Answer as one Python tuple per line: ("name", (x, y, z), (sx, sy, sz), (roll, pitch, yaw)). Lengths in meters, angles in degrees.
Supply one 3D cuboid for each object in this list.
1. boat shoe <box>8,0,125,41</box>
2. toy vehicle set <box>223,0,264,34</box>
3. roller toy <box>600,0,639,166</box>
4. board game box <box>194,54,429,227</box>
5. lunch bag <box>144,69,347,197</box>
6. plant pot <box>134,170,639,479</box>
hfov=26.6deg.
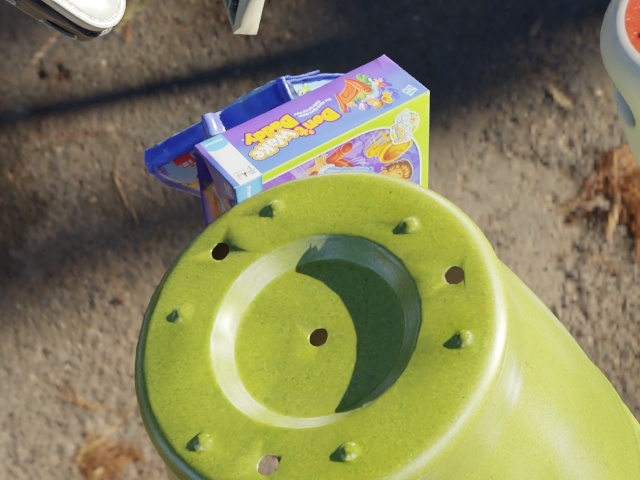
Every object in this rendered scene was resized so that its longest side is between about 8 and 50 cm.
("boat shoe", (-0.317, -0.289, 1.365), (0.079, 0.254, 0.095), (-23, 43, 51))
("toy vehicle set", (-0.098, -0.452, 1.934), (0.035, 0.267, 0.166), (1, 40, -18))
("roller toy", (0.311, -0.133, 0.996), (0.209, 0.146, 0.191), (28, 69, 41))
("board game box", (0.000, 0.000, 1.443), (0.233, 0.347, 0.078), (-28, 51, -22))
("lunch bag", (-0.070, -0.126, 1.733), (0.221, 0.293, 0.138), (-23, 79, 25))
("plant pot", (0.045, 0.141, 0.948), (0.366, 0.353, 0.366), (-9, 55, 13))
